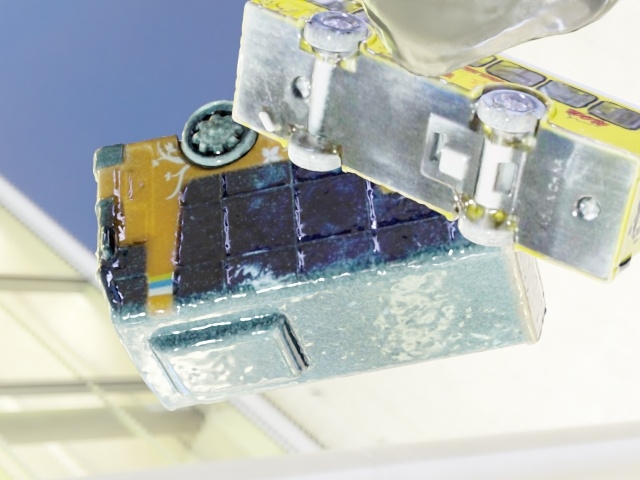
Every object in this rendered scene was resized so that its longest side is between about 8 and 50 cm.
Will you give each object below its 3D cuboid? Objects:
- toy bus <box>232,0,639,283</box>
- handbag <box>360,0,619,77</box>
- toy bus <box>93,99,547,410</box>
[{"bbox_3d":[0.061,-0.060,0.804,0.226,0.074,0.081,24,-56,29],"label":"toy bus"},{"bbox_3d":[0.025,-0.232,0.629,0.191,0.075,0.332,-9,-79,67],"label":"handbag"},{"bbox_3d":[0.000,0.000,1.233,0.323,0.162,0.194,-12,-127,8],"label":"toy bus"}]
